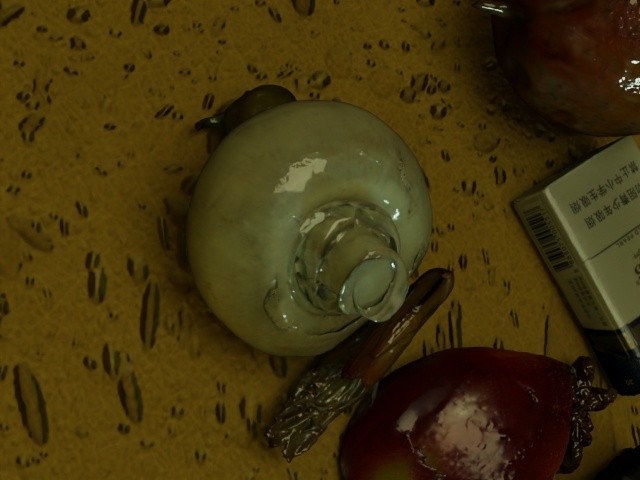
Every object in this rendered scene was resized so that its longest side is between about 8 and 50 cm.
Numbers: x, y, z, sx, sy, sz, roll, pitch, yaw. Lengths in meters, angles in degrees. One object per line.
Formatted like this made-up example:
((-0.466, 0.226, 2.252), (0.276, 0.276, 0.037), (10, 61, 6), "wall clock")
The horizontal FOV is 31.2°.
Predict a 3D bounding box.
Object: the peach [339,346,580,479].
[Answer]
((0.156, 0.188, 1.138), (0.279, 0.068, 0.189), (-29, 79, -18), "peach")

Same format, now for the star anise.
((0.252, 0.200, 1.225), (0.097, 0.070, 0.191), (42, 64, -16), "star anise")

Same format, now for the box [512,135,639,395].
((0.349, 0.027, 1.316), (0.168, 0.071, 0.259), (-29, 93, -30), "box")

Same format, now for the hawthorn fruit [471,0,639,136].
((0.299, -0.240, 1.254), (0.298, 0.277, 0.277), (-2, 78, -19), "hawthorn fruit")

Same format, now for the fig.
((-0.066, -0.116, 1.131), (0.084, 0.098, 0.082), (-54, 149, -58), "fig")

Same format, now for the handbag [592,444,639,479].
((0.274, 0.403, 1.138), (0.416, 0.180, 0.317), (-26, 83, -25), "handbag")

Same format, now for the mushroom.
((0.000, 0.000, 1.045), (0.246, 0.202, 0.246), (-19, 130, -25), "mushroom")

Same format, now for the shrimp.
((0.044, 0.113, 1.098), (0.068, 0.150, 0.249), (42, 74, 7), "shrimp")
